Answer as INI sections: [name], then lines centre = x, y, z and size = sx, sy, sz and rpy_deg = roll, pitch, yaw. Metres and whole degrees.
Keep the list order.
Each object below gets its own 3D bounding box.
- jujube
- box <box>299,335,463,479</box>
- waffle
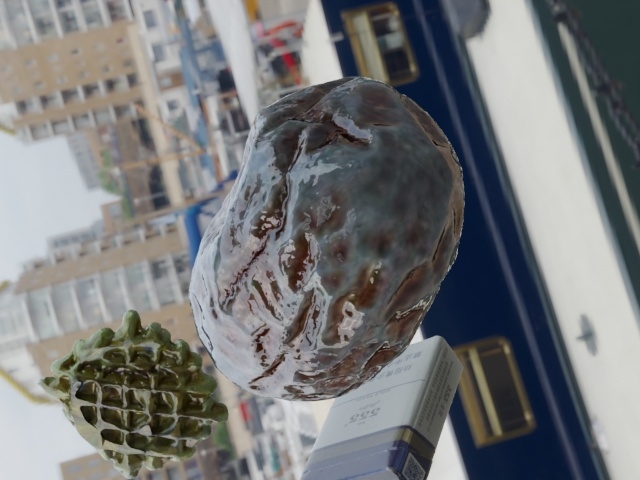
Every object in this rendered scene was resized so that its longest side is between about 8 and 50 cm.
[jujube]
centre = 0.009, 0.001, 1.006
size = 0.308, 0.215, 0.246
rpy_deg = 119, 172, -52
[box]
centre = 0.079, 0.246, 1.450
size = 0.071, 0.168, 0.259
rpy_deg = 53, -144, -21
[waffle]
centre = -0.241, 0.210, 1.481
size = 0.223, 0.204, 0.054
rpy_deg = 52, -169, -16
